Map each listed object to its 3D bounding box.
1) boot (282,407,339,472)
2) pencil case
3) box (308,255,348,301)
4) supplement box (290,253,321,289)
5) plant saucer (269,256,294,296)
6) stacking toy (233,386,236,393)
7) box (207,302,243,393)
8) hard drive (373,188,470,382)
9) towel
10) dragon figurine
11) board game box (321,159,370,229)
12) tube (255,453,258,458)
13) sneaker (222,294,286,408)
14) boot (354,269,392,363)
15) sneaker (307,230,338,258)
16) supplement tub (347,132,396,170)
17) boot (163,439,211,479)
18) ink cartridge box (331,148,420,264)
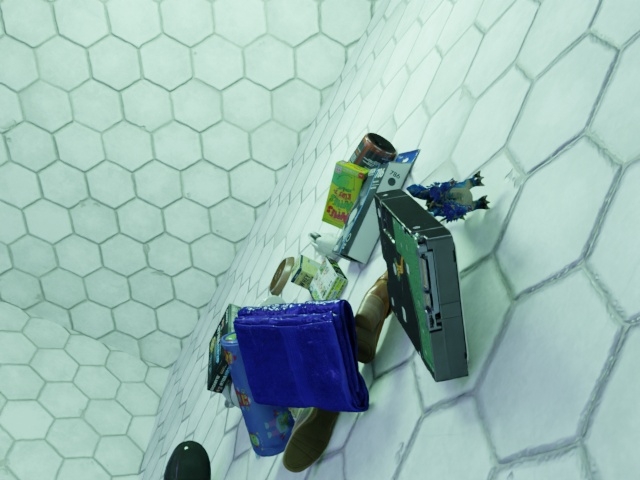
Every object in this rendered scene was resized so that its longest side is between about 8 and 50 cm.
[{"bbox_3d":[-0.032,0.398,1.550,0.213,0.077,0.165,-61,13,-18],"label":"boot"},{"bbox_3d":[-0.135,0.342,1.652,0.133,0.305,0.119,-22,13,-38],"label":"pencil case"},{"bbox_3d":[0.018,0.123,1.965,0.114,0.036,0.207,-62,13,8],"label":"box"},{"bbox_3d":[-0.038,0.099,2.119,0.056,0.083,0.083,-57,15,28],"label":"supplement box"},{"bbox_3d":[-0.145,0.130,2.595,0.168,0.029,0.168,-59,14,24],"label":"plant saucer"},{"bbox_3d":[-0.129,0.308,2.011,0.141,0.141,0.330,-51,13,43],"label":"stacking toy"},{"bbox_3d":[-0.288,0.325,2.147,0.220,0.051,0.175,-100,33,-57],"label":"box"},{"bbox_3d":[0.165,0.059,1.204,0.339,0.064,0.236,-112,11,-74],"label":"hard drive"},{"bbox_3d":[-0.051,0.238,1.448,0.308,0.076,0.227,-8,94,43],"label":"towel"},{"bbox_3d":[0.211,-0.069,1.313,0.289,0.144,0.085,169,89,-68],"label":"dragon figurine"},{"bbox_3d":[0.071,-0.124,1.991,0.043,0.092,0.181,-29,-42,-58],"label":"board game box"},{"bbox_3d":[-0.166,0.495,1.951,0.207,0.052,0.080,-99,24,-60],"label":"tube"},{"bbox_3d":[-0.214,0.351,2.197,0.210,0.138,0.365,-35,35,59],"label":"sneaker"},{"bbox_3d":[0.117,0.156,1.468,0.152,0.073,0.197,-53,-15,-37],"label":"boot"},{"bbox_3d":[0.000,0.000,2.140,0.080,0.094,0.212,-66,13,-3],"label":"sneaker"},{"bbox_3d":[0.123,-0.203,2.026,0.197,0.106,0.106,-56,16,29],"label":"supplement tub"},{"bbox_3d":[-0.362,0.721,1.984,0.445,0.146,0.366,125,153,-62],"label":"boot"},{"bbox_3d":[0.141,-0.101,1.863,0.332,0.065,0.165,-64,12,-5],"label":"ink cartridge box"}]
